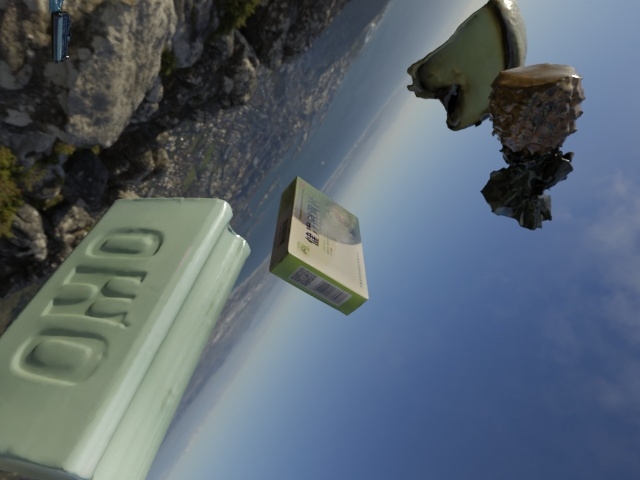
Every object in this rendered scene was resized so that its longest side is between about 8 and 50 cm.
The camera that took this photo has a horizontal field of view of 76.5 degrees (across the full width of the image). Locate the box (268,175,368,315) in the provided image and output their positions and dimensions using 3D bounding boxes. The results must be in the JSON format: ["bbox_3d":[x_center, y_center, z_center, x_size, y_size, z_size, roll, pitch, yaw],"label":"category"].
[{"bbox_3d":[0.000,0.001,0.789,0.062,0.175,0.260,-45,-155,29],"label":"box"}]

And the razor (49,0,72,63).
[{"bbox_3d":[-0.299,-0.347,0.521,0.082,0.042,0.253,-30,-136,54],"label":"razor"}]

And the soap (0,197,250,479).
[{"bbox_3d":[-0.191,0.077,0.388,0.087,0.160,0.265,75,25,-44],"label":"soap"}]

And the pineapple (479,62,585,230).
[{"bbox_3d":[0.291,-0.120,0.567,0.119,0.111,0.237,-92,167,-51],"label":"pineapple"}]

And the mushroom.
[{"bbox_3d":[0.375,-0.405,0.973,0.212,0.217,0.292,-39,-170,-37],"label":"mushroom"}]
